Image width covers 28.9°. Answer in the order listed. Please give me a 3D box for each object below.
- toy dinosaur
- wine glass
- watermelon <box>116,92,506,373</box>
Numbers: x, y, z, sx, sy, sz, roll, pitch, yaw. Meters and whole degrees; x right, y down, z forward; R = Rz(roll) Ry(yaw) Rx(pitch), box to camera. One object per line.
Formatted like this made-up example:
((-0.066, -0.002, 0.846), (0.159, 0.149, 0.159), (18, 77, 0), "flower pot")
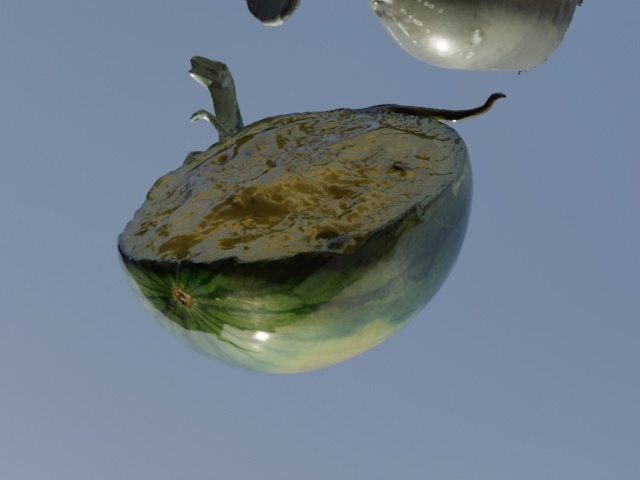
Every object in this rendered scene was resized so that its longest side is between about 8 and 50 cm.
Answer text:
((-0.041, -0.038, 0.869), (0.187, 0.106, 0.044), (40, -41, -21), "toy dinosaur")
((0.071, -0.197, 0.931), (0.241, 0.126, 0.126), (5, -92, -28), "wine glass")
((-0.005, 0.003, 0.730), (0.204, 0.232, 0.127), (-5, -66, 24), "watermelon")
